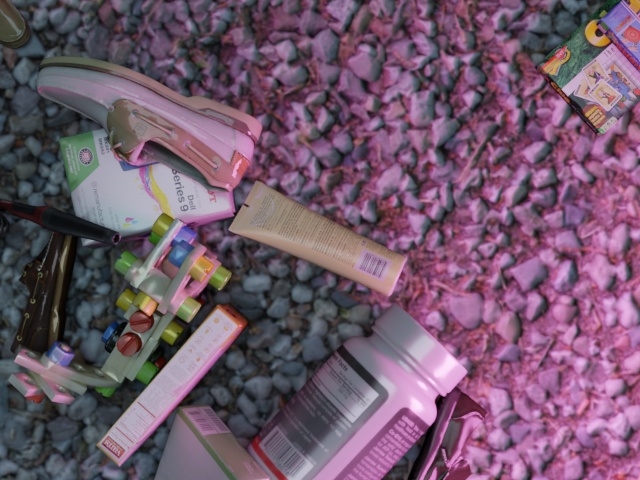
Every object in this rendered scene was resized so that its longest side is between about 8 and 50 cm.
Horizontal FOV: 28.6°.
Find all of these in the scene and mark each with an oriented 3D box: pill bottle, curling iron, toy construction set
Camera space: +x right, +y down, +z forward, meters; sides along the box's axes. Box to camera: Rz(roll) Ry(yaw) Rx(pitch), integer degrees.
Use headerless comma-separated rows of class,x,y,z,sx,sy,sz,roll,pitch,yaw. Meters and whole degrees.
pill bottle,0.051,0.231,1.667,0.161,0.161,0.283,43,89,3
curling iron,-0.367,-0.016,1.685,0.274,0.035,0.068,7,78,34
toy construction set,-0.246,0.107,1.640,0.327,0.215,0.151,-41,90,12

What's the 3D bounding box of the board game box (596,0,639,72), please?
board game box,0.499,-0.316,1.715,0.201,0.035,0.136,-41,87,-1

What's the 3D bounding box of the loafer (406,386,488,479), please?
loafer,0.168,0.310,1.701,0.078,0.080,0.220,21,88,3

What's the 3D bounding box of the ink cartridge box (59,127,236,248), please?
ink cartridge box,-0.234,-0.086,1.721,0.212,0.093,0.154,-12,87,-2

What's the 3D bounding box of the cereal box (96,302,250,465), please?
cereal box,-0.191,0.186,1.669,0.047,0.173,0.240,41,90,1

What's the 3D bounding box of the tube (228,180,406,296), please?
tube,0.000,0.000,1.731,0.240,0.070,0.062,25,108,3

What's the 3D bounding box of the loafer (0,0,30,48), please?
loafer,-0.467,-0.330,1.756,0.056,0.050,0.148,-44,87,-1

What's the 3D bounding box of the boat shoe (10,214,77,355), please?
boat shoe,-0.381,0.062,1.727,0.073,0.073,0.207,10,88,0

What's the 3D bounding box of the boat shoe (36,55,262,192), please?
boat shoe,-0.233,-0.151,1.623,0.302,0.113,0.103,18,78,2

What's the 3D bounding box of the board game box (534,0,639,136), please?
board game box,0.440,-0.280,1.746,0.259,0.030,0.136,-43,86,-1

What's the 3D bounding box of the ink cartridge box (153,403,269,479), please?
ink cartridge box,-0.165,0.361,1.665,0.056,0.171,0.235,1,118,-39
